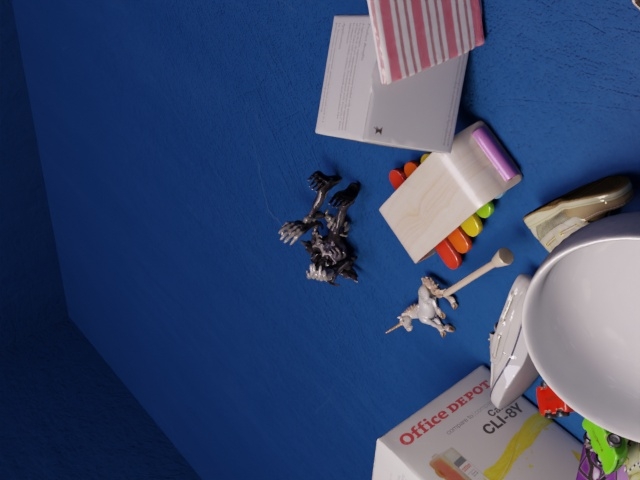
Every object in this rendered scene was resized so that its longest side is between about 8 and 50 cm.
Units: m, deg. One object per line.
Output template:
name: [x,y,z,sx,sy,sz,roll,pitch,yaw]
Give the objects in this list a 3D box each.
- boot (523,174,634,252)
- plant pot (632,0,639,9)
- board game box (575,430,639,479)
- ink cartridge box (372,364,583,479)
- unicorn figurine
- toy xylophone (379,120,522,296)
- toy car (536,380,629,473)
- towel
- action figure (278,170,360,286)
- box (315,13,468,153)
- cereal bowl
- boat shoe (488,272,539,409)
boot: [0.390,0.006,1.319,0.165,0.077,0.213,62,156,1]
plant pot: [0.425,-0.275,1.006,0.109,0.096,0.109,51,149,19]
board game box: [0.492,0.330,1.320,0.056,0.208,0.347,23,158,-20]
ink cartridge box: [0.311,0.431,1.591,0.385,0.279,0.160,39,143,34]
unicorn figurine: [0.199,0.131,1.751,0.111,0.060,0.162,38,127,36]
toy xylophone: [0.213,-0.042,1.546,0.236,0.081,0.323,61,151,2]
toy car: [0.416,0.251,1.427,0.225,0.053,0.239,-106,19,-45]
towel: [0.147,-0.313,1.305,0.029,0.197,0.144,26,135,51]
action figure: [0.000,0.000,1.859,0.164,0.141,0.275,39,140,32]
box: [0.108,-0.230,1.395,0.119,0.182,0.181,18,101,51]
cereal bowl: [0.440,0.098,1.206,0.339,0.141,0.339,19,133,21]
boat shoe: [0.319,0.167,1.548,0.088,0.096,0.267,45,146,34]
